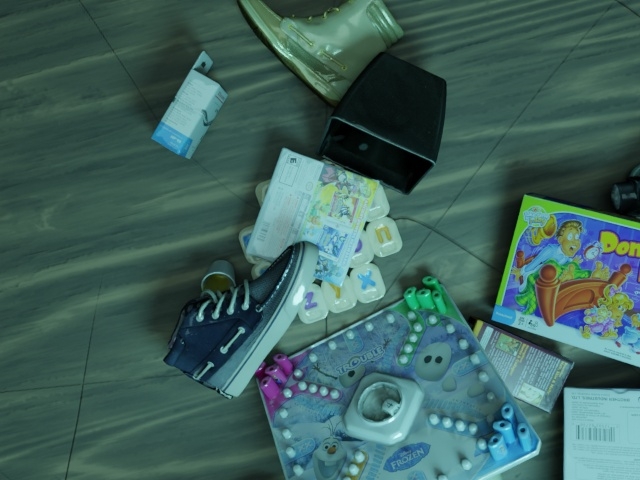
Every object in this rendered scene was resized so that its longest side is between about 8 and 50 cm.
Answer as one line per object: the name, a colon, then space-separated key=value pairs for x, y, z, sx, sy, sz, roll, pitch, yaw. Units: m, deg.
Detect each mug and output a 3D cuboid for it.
mug: x=-0.189 y=0.072 z=1.393 sx=0.078 sy=0.064 sz=0.062 roll=-36 pitch=115 yaw=19

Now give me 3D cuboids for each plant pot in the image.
plant pot: x=0.118 y=-0.213 z=1.326 sx=0.188 sy=0.187 sz=0.167 roll=23 pitch=74 yaw=-2

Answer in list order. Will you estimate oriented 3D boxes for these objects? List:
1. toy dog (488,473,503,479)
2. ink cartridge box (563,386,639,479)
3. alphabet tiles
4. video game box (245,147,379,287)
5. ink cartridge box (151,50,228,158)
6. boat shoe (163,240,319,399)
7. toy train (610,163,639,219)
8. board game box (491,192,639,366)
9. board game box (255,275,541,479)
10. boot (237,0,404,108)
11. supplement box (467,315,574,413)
toy dog: x=0.258 y=0.541 z=1.317 sx=0.395 sy=0.284 sz=0.408 roll=-39 pitch=91 yaw=-16
ink cartridge box: x=0.505 y=0.405 z=1.266 sx=0.186 sy=0.065 sz=0.311 roll=-3 pitch=67 yaw=24
alphabet tiles: x=0.000 y=0.000 z=1.410 sx=0.284 sy=0.021 sz=0.278 roll=-20 pitch=91 yaw=2
video game box: x=-0.014 y=-0.042 z=1.375 sx=0.187 sy=0.048 sz=0.205 roll=20 pitch=92 yaw=3
ink cartridge box: x=-0.225 y=-0.241 z=1.369 sx=0.060 sy=0.104 sz=0.180 roll=31 pitch=92 yaw=1
boat shoe: x=-0.146 y=0.120 z=1.317 sx=0.158 sy=0.127 sz=0.340 roll=27 pitch=110 yaw=-15
toy train: x=0.685 y=-0.050 z=1.339 sx=0.334 sy=0.142 sz=0.190 roll=-5 pitch=100 yaw=3
board game box: x=0.493 y=0.073 z=1.290 sx=0.347 sy=0.078 sz=0.233 roll=17 pitch=103 yaw=23
board game box: x=0.099 y=0.269 z=1.260 sx=0.390 sy=0.390 sz=0.050 roll=-27 pitch=131 yaw=2
boot: x=0.000 y=-0.397 z=1.360 sx=0.262 sy=0.095 sz=0.203 roll=44 pitch=93 yaw=-6
supplement box: x=0.343 y=0.223 z=1.375 sx=0.188 sy=0.081 sz=0.104 roll=24 pitch=91 yaw=1
